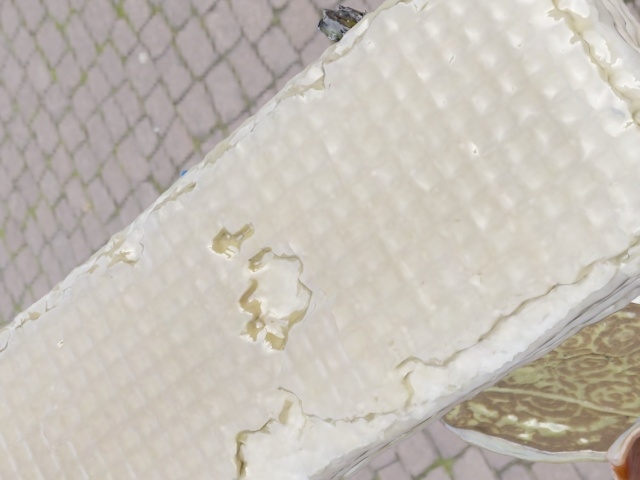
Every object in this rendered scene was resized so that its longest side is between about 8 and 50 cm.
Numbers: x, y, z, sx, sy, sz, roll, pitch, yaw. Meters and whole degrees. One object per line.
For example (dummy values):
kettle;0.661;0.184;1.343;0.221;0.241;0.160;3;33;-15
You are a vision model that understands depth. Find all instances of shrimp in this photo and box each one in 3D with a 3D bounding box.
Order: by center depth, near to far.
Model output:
shrimp;0.072;-0.115;0.832;0.161;0.034;0.091;34;165;-18

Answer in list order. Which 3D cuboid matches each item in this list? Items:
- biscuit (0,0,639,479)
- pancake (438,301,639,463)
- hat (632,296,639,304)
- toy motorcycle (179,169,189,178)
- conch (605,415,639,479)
biscuit;-0.038;0.053;0.501;0.426;0.078;0.144;-39;71;25
pancake;0.228;0.120;1.059;0.250;0.250;0.031;14;125;45
hat;0.361;-0.006;1.339;0.226;0.219;0.164;-44;68;22
toy motorcycle;0.000;0.000;1.032;0.135;0.254;0.092;113;172;-63
conch;0.242;0.132;0.773;0.104;0.176;0.094;-3;103;39
